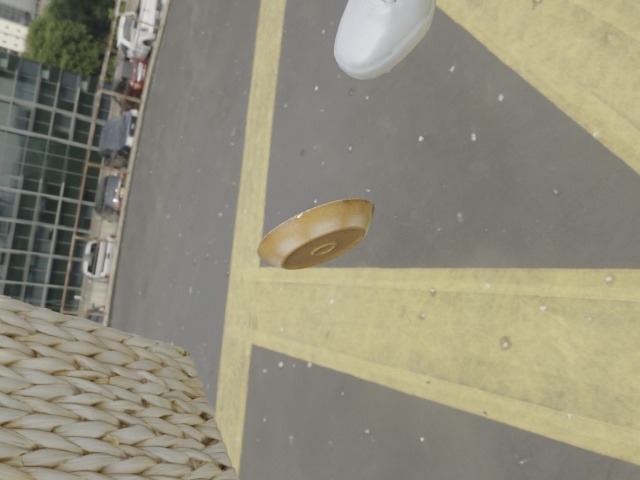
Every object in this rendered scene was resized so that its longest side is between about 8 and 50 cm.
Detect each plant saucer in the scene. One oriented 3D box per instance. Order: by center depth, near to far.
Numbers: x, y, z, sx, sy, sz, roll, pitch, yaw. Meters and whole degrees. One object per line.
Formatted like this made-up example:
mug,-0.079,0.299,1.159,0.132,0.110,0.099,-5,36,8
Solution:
plant saucer,0.000,0.000,0.338,0.083,0.084,0.015,-43,63,46

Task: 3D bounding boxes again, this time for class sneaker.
sneaker,0.068,-0.234,0.403,0.080,0.094,0.212,40,105,21

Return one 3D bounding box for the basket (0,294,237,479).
basket,-0.274,0.239,0.403,0.328,0.331,0.266,-44,46,15
